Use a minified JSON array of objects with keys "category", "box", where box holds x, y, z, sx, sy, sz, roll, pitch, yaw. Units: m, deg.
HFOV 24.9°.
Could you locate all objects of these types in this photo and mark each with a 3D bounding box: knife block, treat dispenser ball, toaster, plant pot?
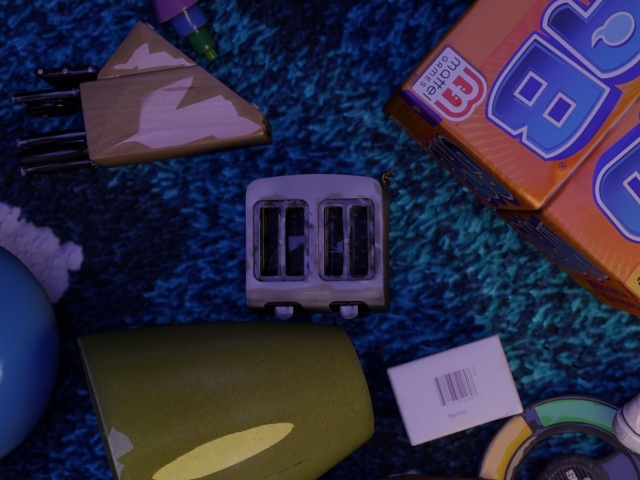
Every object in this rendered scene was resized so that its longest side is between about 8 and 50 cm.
[{"category":"knife block","box":[-0.230,-0.126,1.741,0.276,0.088,0.242,37,91,6]},{"category":"treat dispenser ball","box":[-0.442,0.127,1.646,0.288,0.288,0.288,0,86,6]},{"category":"toaster","box":[0.000,0.000,1.698,0.168,0.110,0.185,0,86,5]},{"category":"plant pot","box":[-0.098,0.203,1.639,0.293,0.275,0.274,-15,85,-11]}]

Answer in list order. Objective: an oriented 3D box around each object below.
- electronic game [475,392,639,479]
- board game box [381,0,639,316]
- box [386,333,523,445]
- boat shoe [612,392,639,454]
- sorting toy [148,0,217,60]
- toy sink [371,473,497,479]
[{"category":"electronic game","box":[0.292,0.291,1.668,0.229,0.048,0.229,-2,81,13]},{"category":"board game box","box":[0.319,-0.165,1.532,0.356,0.356,0.356,41,91,-1]},{"category":"box","box":[0.153,0.168,1.641,0.130,0.170,0.091,-18,83,4]},{"category":"boat shoe","box":[0.440,0.229,1.618,0.226,0.083,0.076,20,128,-17]},{"category":"sorting toy","box":[-0.024,-0.333,1.738,0.365,0.127,0.126,-32,107,1]},{"category":"toy sink","box":[0.115,0.387,1.626,0.131,0.153,0.234,-1,86,28]}]
